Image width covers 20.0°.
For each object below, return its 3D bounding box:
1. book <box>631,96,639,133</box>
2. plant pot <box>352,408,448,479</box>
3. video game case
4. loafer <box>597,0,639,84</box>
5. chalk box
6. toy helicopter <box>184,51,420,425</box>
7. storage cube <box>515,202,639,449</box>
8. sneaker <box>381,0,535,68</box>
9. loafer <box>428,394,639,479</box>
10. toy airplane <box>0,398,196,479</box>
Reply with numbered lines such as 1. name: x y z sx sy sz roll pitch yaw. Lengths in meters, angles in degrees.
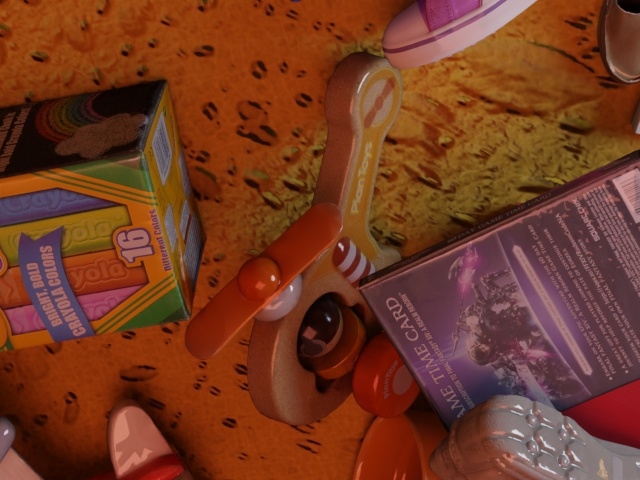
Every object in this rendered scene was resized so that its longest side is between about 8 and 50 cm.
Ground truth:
1. book: 0.356 -0.157 1.672 0.096 0.035 0.144 12 117 -7
2. plant pot: 0.150 0.277 1.819 0.188 0.205 0.205 7 118 -19
3. video game case: 0.199 0.059 1.586 0.274 0.026 0.196 -25 112 18
4. loafer: 0.281 -0.206 1.638 0.056 0.050 0.148 -1 117 3
5. chalk box: -0.270 -0.015 1.683 0.289 0.180 0.179 -10 116 8
6. toy helicopter: 0.000 0.000 1.677 0.140 0.235 0.355 19 102 38
7. storage cube: 0.250 0.108 1.724 0.215 0.183 0.193 16 117 -6
8. sneaker: 0.145 -0.280 1.586 0.282 0.102 0.161 -35 108 6
9. loafer: 0.241 0.238 1.636 0.319 0.112 0.111 32 136 -22
10. toy airplane: -0.277 0.339 1.810 0.386 0.272 0.384 15 116 -5
